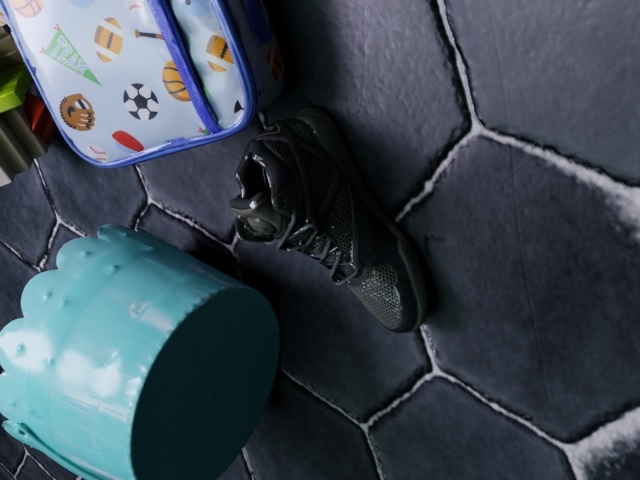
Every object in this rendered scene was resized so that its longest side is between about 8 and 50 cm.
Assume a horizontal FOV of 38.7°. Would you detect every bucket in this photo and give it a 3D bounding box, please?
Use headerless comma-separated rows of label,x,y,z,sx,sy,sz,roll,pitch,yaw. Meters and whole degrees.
bucket,-0.185,0.136,0.985,0.183,0.281,0.281,20,126,29

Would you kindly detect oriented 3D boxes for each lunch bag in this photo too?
lunch bag,-0.171,-0.228,0.828,0.243,0.115,0.303,-10,113,30

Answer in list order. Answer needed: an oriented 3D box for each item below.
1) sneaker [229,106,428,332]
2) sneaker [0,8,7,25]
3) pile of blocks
sneaker,0.000,0.000,0.812,0.087,0.130,0.227,-31,90,53
sneaker,-0.336,-0.328,1.008,0.084,0.083,0.215,29,130,-15
pile of blocks,-0.411,-0.254,1.105,0.113,0.149,0.362,-20,102,9
